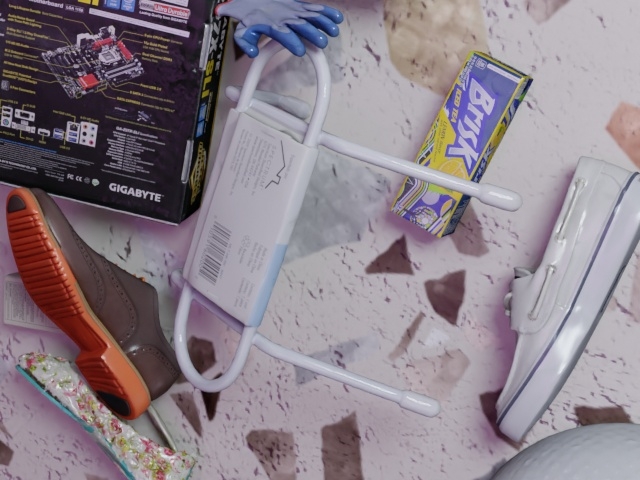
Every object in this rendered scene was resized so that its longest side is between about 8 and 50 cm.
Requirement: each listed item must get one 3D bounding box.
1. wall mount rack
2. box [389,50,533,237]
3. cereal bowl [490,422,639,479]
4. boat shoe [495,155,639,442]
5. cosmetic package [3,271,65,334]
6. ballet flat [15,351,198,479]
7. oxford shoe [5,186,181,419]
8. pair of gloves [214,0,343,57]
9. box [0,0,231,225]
[{"bbox_3d":[0.000,0.000,0.942,0.304,0.130,0.350,31,109,41],"label":"wall mount rack"},{"bbox_3d":[0.133,-0.090,0.956,0.059,0.054,0.169,30,106,15],"label":"box"},{"bbox_3d":[0.278,0.344,0.914,0.339,0.141,0.338,3,99,22],"label":"cereal bowl"},{"bbox_3d":[0.212,0.052,0.925,0.088,0.096,0.267,28,105,20],"label":"boat shoe"},{"bbox_3d":[-0.301,0.072,1.154,0.115,0.041,0.060,9,100,20],"label":"cosmetic package"},{"bbox_3d":[-0.233,0.194,1.135,0.241,0.091,0.077,43,80,7],"label":"ballet flat"},{"bbox_3d":[-0.238,0.053,1.073,0.097,0.098,0.271,-3,118,49],"label":"oxford shoe"},{"bbox_3d":[-0.006,-0.227,0.925,0.159,0.198,0.023,32,150,46],"label":"pair of gloves"},{"bbox_3d":[-0.265,-0.176,1.038,0.322,0.079,0.257,13,107,6],"label":"box"}]
